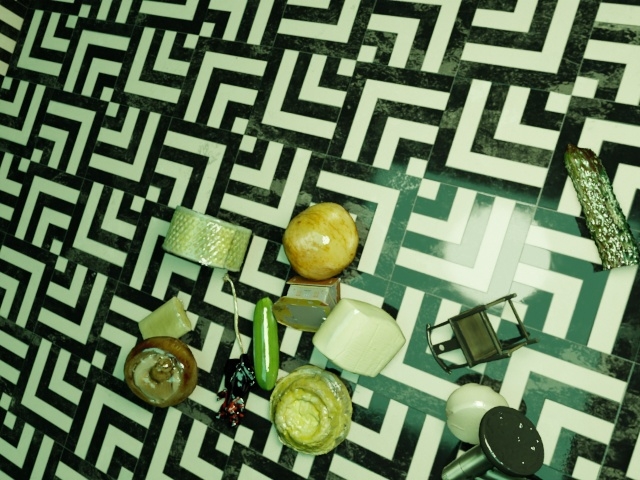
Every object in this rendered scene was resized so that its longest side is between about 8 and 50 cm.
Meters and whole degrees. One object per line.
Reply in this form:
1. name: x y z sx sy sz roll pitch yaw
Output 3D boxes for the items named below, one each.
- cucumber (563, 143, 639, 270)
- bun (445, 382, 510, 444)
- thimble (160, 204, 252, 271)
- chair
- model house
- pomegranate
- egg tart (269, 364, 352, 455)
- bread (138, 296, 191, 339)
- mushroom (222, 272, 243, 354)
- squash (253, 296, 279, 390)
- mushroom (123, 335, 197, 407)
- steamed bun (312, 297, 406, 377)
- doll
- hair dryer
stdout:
1. cucumber: 0.737 -0.101 1.195 0.096 0.096 0.360 -16 77 17
2. bun: 0.425 0.453 1.213 0.172 0.120 0.173 10 125 14
3. thimble: -0.371 -0.006 1.480 0.270 0.271 0.150 18 88 20
4. chair: 0.430 0.261 1.240 0.260 0.141 0.155 -44 63 57
5. model house: -0.038 0.182 1.424 0.219 0.207 0.136 2 51 23
6. pomegranate: 0.000 0.000 1.374 0.248 0.248 0.249 -2 82 19
7. egg tart: -0.039 0.526 1.387 0.278 0.095 0.279 -2 82 17
8. bread: -0.553 0.303 1.612 0.178 0.060 0.140 -32 74 13
9. mushroom: -0.292 0.249 1.550 0.028 0.025 0.286 -23 78 32
10. squash: -0.177 0.331 1.461 0.082 0.082 0.293 -10 72 18
11. mushroom: -0.533 0.444 1.528 0.252 0.153 0.253 2 102 10
12. steamed bun: 0.110 0.271 1.308 0.200 0.250 0.155 -55 33 5
13. doll: -0.277 0.483 1.486 0.126 0.088 0.249 11 97 0
14. hair dryer: 0.490 0.561 1.148 0.283 0.320 0.156 5 46 -4
